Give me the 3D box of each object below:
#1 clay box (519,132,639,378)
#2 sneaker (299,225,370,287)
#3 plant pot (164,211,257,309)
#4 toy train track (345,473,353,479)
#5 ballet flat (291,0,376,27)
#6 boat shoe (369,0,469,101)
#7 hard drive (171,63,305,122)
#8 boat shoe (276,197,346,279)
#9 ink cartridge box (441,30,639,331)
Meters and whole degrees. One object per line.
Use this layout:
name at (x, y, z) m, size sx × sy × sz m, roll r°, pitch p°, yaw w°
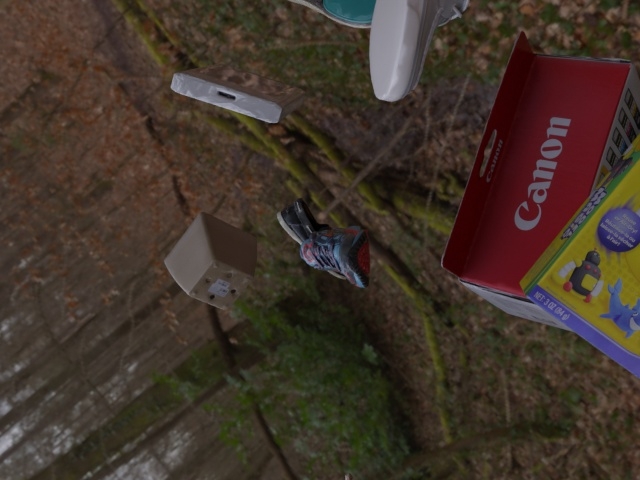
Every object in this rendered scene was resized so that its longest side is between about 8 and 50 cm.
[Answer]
clay box at (0.273, -0.011, 0.570) m, size 0.127 × 0.222 × 0.053 m, roll 36°, pitch -166°, yaw 1°
sneaker at (0.025, 0.031, 1.375) m, size 0.262 × 0.125 × 0.104 m, roll -106°, pitch 13°, yaw -86°
plant pot at (-0.159, 0.041, 1.146) m, size 0.109 × 0.109 × 0.096 m, roll 27°, pitch -159°, yaw -33°
toy train track at (0.049, 0.387, 1.106) m, size 0.014 × 0.083 × 0.048 m, roll 14°, pitch 144°, yaw -33°
ballet flat at (0.015, -0.414, 1.259) m, size 0.248 × 0.086 × 0.086 m, roll 29°, pitch 162°, yaw 20°
boat shoe at (0.080, -0.189, 0.537) m, size 0.063 × 0.184 × 0.066 m, roll 8°, pitch 179°, yaw -18°
hard drive at (-0.149, -0.294, 1.472) m, size 0.203 × 0.040 × 0.307 m, roll 18°, pitch -162°, yaw 1°
boat shoe at (0.000, 0.000, 1.784) m, size 0.233 × 0.079 × 0.084 m, roll 47°, pitch -168°, yaw -16°
ink cartridge box at (0.296, -0.062, 0.941) m, size 0.130 × 0.309 × 0.272 m, roll 15°, pitch 174°, yaw 34°
